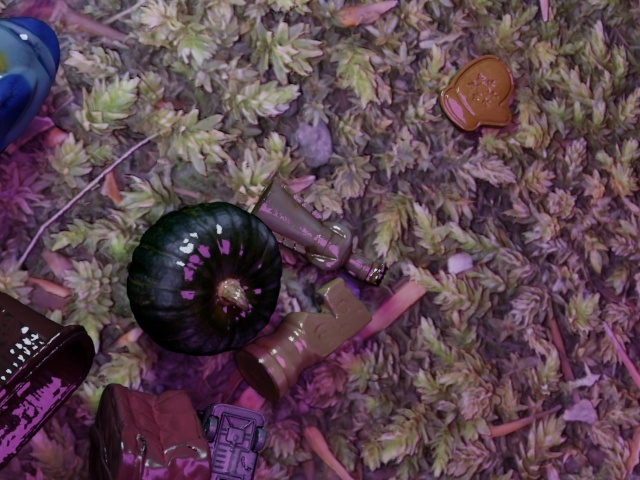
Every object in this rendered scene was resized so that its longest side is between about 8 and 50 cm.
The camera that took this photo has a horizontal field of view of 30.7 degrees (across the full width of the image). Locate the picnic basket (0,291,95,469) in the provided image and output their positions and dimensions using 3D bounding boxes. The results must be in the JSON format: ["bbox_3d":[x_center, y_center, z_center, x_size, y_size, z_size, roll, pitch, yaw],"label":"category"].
[{"bbox_3d":[-0.423,0.194,1.430,0.129,0.222,0.297,39,70,12],"label":"picnic basket"}]

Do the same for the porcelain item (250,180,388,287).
[{"bbox_3d":[0.000,0.000,1.683,0.213,0.054,0.084,33,75,-13],"label":"porcelain item"}]

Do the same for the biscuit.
[{"bbox_3d":[0.257,-0.225,1.831,0.118,0.023,0.140,43,70,-10],"label":"biscuit"}]

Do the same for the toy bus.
[{"bbox_3d":[-0.138,0.309,1.567,0.087,0.098,0.178,16,80,-17],"label":"toy bus"}]

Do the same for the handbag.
[{"bbox_3d":[-0.220,0.275,1.471,0.135,0.225,0.146,8,107,-18],"label":"handbag"}]

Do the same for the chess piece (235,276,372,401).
[{"bbox_3d":[-0.018,0.136,1.650,0.200,0.090,0.090,-36,96,-28],"label":"chess piece"}]

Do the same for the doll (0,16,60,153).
[{"bbox_3d":[-0.473,-0.226,1.482,0.376,0.187,0.365,-21,81,5],"label":"doll"}]

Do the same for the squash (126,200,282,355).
[{"bbox_3d":[-0.151,0.051,1.554,0.218,0.172,0.218,2,84,-19],"label":"squash"}]
